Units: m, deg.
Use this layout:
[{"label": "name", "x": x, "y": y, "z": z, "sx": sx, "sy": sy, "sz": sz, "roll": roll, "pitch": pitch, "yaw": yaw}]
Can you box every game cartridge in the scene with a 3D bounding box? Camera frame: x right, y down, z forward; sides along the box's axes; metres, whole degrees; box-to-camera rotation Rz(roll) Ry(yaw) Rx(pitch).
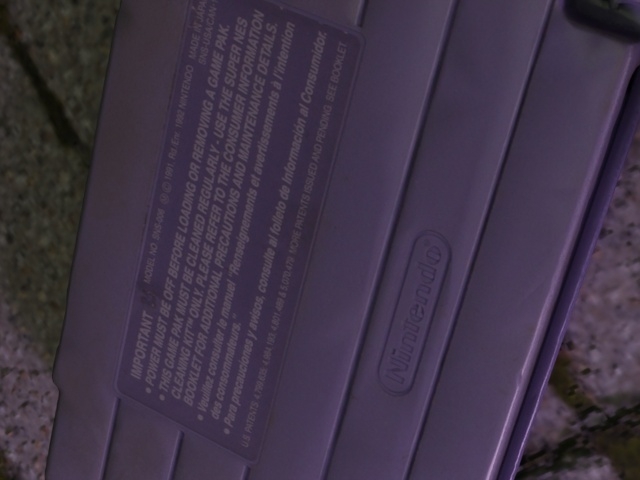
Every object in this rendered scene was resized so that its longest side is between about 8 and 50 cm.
[{"label": "game cartridge", "x": 0.000, "y": 0.000, "z": 0.656, "sx": 0.230, "sy": 0.068, "sz": 0.355, "roll": 27, "pitch": 117, "yaw": 25}]
